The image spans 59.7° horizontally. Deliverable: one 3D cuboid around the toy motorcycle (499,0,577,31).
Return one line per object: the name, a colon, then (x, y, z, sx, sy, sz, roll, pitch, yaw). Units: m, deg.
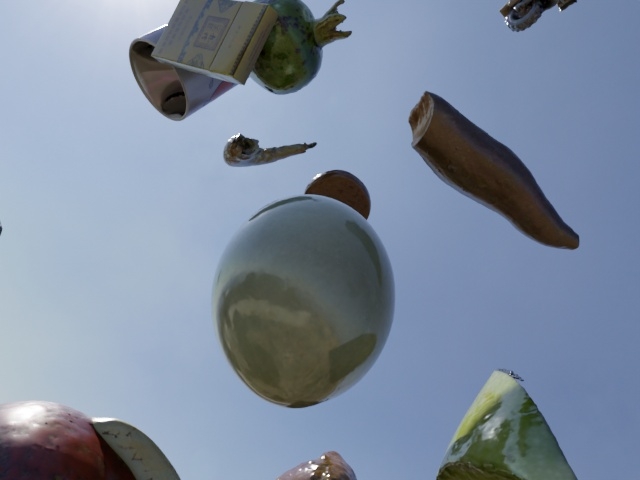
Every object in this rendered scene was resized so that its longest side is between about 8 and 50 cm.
toy motorcycle: (0.422, -0.479, 1.001, 0.094, 0.130, 0.229, 28, -59, -34)

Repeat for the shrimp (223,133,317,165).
shrimp: (-0.166, -0.240, 1.558, 0.185, 0.287, 0.068, -10, -95, 43)

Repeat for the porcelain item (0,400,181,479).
porcelain item: (-0.205, 0.248, 0.400, 0.252, 0.253, 0.253, 22, -36, 17)

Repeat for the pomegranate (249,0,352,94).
pomegranate: (-0.059, -0.422, 1.183, 0.263, 0.211, 0.211, -11, -50, 15)

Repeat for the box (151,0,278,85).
box: (-0.219, -0.409, 1.120, 0.279, 0.153, 0.041, 25, -2, 37)

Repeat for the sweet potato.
sweet potato: (0.192, -0.070, 0.638, 0.243, 0.077, 0.077, 41, -35, -5)

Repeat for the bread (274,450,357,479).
bread: (0.001, 0.376, 0.780, 0.260, 0.129, 0.134, 126, -49, -88)

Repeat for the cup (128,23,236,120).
cup: (-0.294, -0.475, 1.425, 0.212, 0.317, 0.212, 31, -34, 24)

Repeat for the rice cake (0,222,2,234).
rice cake: (-0.695, -0.065, 1.167, 0.033, 0.033, 0.207, 34, 8, -47)

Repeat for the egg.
egg: (-0.017, 0.056, 0.571, 0.186, 0.253, 0.187, 4, -57, 6)

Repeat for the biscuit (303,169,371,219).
biscuit: (0.000, -0.001, 1.321, 0.283, 0.064, 0.432, 17, -48, -5)

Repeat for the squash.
squash: (0.184, 0.209, 0.488, 0.204, 0.155, 0.237, 31, -42, 45)
